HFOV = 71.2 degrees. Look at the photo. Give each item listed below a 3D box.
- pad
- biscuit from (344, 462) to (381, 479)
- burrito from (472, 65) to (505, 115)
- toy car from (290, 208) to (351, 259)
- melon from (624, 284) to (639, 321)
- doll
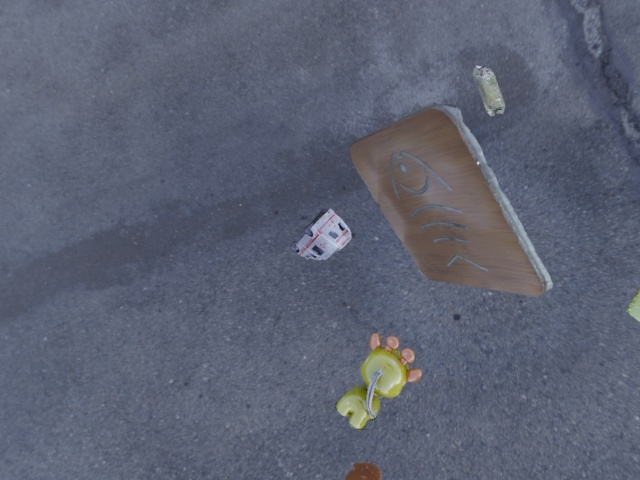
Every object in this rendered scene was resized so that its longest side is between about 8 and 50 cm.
[{"bbox_3d":[0.166,-0.045,0.656,0.018,0.287,0.283,-37,103,-17],"label":"pad"},{"bbox_3d":[0.126,0.691,1.292,0.102,0.130,0.019,1,99,20],"label":"biscuit"},{"bbox_3d":[0.427,-0.378,1.129,0.058,0.188,0.044,14,75,40],"label":"burrito"},{"bbox_3d":[0.000,0.000,1.224,0.108,0.210,0.089,42,61,-2],"label":"toy car"},{"bbox_3d":[0.808,0.105,1.065,0.114,0.053,0.261,7,112,13],"label":"melon"},{"bbox_3d":[0.134,0.321,1.038,0.143,0.135,0.220,41,111,28],"label":"doll"}]
